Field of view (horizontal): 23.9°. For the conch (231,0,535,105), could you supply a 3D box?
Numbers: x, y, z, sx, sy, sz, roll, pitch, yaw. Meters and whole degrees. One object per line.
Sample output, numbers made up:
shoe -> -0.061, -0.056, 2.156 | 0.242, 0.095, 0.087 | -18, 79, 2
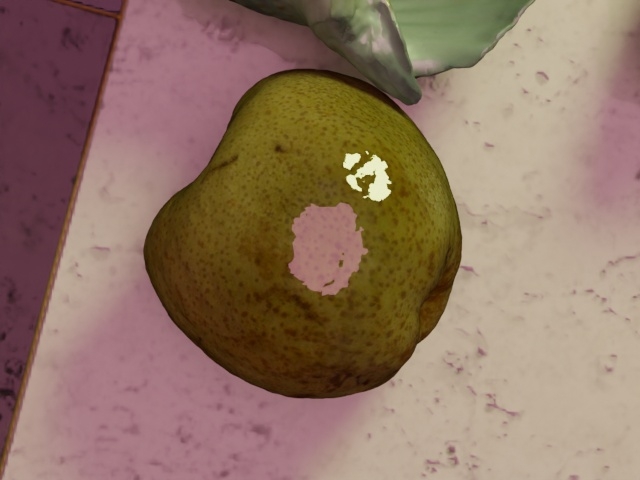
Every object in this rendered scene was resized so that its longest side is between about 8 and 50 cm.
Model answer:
conch -> 0.015, -0.275, 1.073 | 0.303, 0.215, 0.319 | -27, 117, -2

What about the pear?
pear -> 0.000, 0.000, 1.080 | 0.211, 0.188, 0.228 | 34, 87, -1
